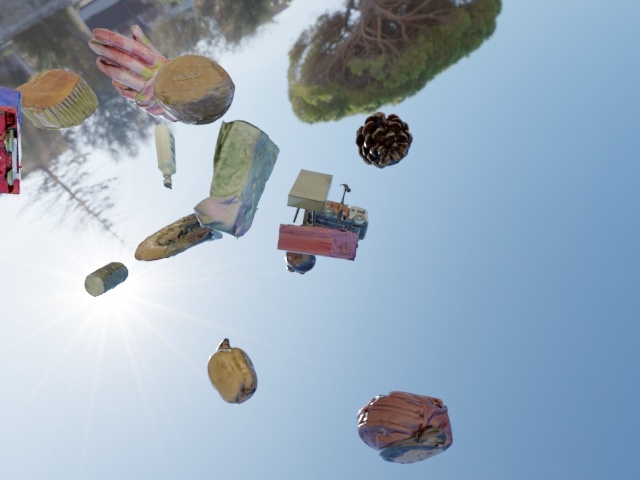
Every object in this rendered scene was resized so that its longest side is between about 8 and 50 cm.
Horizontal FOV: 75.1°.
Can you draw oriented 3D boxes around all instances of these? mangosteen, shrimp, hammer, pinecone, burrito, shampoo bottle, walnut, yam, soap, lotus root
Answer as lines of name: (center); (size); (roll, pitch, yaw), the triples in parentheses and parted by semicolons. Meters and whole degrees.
mangosteen: (-0.099, 0.092, 1.953); (0.153, 0.152, 0.152); (-19, -141, 16)
shrimp: (-0.415, -0.035, 1.389); (0.446, 0.085, 0.272); (-21, -157, -1)
hammer: (0.093, -0.162, 1.840); (0.021, 0.200, 0.078); (-7, -141, -24)
pinecone: (0.267, -0.419, 1.756); (0.244, 0.243, 0.309); (-25, -164, 8)
burrito: (-0.154, -0.115, 0.808); (0.089, 0.144, 0.228); (-5, -116, 35)
shampoo bottle: (-0.303, -0.163, 0.819); (0.034, 0.049, 0.141); (-14, -120, -2)
walnut: (-0.195, -0.235, 0.652); (0.125, 0.105, 0.105); (-16, -147, -19)
yam: (-0.865, 0.156, 1.674); (0.107, 0.107, 0.194); (-25, -169, 7)
soap: (0.000, 0.000, 1.281); (0.250, 0.162, 0.099); (6, -94, 35)
lotus root: (-0.259, 0.375, 1.204); (0.221, 0.125, 0.118); (46, -66, 42)

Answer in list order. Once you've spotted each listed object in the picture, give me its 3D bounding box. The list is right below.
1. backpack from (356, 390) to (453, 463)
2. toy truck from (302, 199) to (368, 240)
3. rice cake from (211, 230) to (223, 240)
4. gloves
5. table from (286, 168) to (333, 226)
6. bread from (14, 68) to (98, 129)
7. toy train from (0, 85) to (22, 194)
backpack: (0.194, 0.448, 1.009); (0.230, 0.229, 0.138); (-14, -139, 21)
toy truck: (0.077, -0.109, 1.989); (0.306, 0.136, 0.162); (13, -143, 2)
rice cake: (-0.523, -0.045, 1.916); (0.085, 0.226, 0.040); (-14, -109, 2)
gloves: (-0.413, -0.390, 0.971); (0.145, 0.241, 0.126); (-48, -123, 2)
table: (-0.036, -0.145, 1.429); (0.122, 0.111, 0.240); (11, -150, 3)
bread: (-0.863, -0.463, 1.352); (0.250, 0.133, 0.178); (11, -117, 19)
toy train: (-0.664, -0.202, 0.855); (0.204, 0.083, 0.131); (-61, -139, 36)
